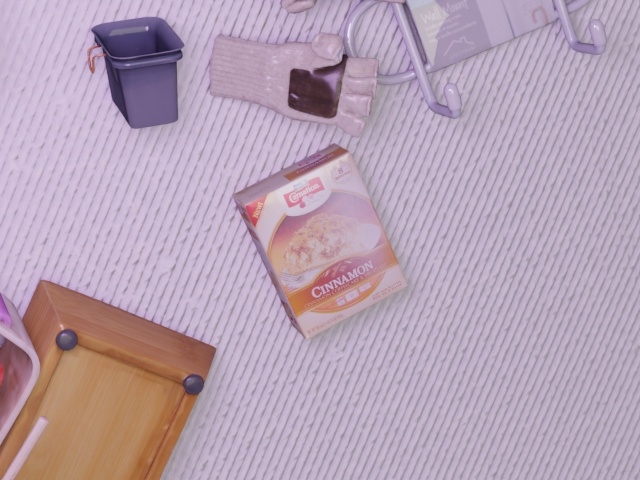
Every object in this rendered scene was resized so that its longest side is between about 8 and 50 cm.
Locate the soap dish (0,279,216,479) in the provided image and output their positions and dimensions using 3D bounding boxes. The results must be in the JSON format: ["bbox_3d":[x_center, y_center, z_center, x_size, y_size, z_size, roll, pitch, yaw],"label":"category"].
[{"bbox_3d":[-0.273,0.220,1.949,0.229,0.118,0.290,23,93,-21],"label":"soap dish"}]

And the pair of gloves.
[{"bbox_3d":[-0.016,-0.249,1.901,0.204,0.042,0.240,17,109,8],"label":"pair of gloves"}]

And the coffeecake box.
[{"bbox_3d":[0.000,0.000,2.012,0.142,0.068,0.185,-27,109,-9],"label":"coffeecake box"}]

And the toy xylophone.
[{"bbox_3d":[-0.396,0.208,1.851,0.081,0.236,0.322,23,97,-31],"label":"toy xylophone"}]

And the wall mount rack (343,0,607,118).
[{"bbox_3d":[0.186,-0.323,1.966,0.350,0.130,0.304,-24,105,-12],"label":"wall mount rack"}]

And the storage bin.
[{"bbox_3d":[-0.206,-0.183,1.875,0.098,0.135,0.091,-11,115,-15],"label":"storage bin"}]
